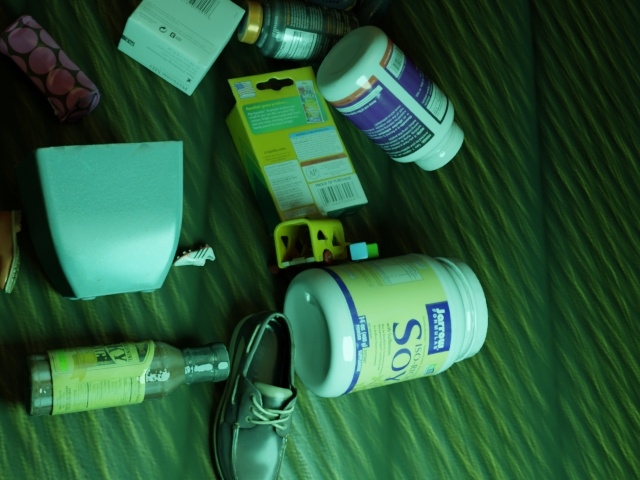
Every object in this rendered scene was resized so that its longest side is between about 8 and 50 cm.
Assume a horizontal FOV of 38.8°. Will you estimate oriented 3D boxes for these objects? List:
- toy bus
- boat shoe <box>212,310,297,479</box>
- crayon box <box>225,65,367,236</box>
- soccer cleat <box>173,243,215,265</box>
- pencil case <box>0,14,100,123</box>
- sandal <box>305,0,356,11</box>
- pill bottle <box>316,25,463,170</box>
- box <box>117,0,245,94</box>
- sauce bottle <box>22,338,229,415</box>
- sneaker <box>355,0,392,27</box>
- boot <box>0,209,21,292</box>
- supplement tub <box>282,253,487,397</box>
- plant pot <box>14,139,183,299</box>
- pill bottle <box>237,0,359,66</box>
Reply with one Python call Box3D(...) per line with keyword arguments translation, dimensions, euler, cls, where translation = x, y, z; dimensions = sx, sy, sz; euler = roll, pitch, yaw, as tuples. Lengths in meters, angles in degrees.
Box3D(translation=(-0.002, -0.001, 1.757), dimensions=(0.191, 0.202, 0.104), euler=(-8, 87, -15), cls="toy bus")
Box3D(translation=(-0.112, 0.288, 1.623), dimensions=(0.132, 0.130, 0.355), euler=(8, 66, -21), cls="boat shoe")
Box3D(translation=(-0.059, -0.187, 1.870), dimensions=(0.203, 0.083, 0.322), euler=(-15, 77, -28), cls="crayon box")
Box3D(translation=(-0.239, 0.035, 1.731), dimensions=(0.083, 0.029, 0.035), euler=(-23, 76, -34), cls="soccer cleat")
Box3D(translation=(-0.518, -0.322, 1.722), dimensions=(0.098, 0.095, 0.209), euler=(-42, 87, -16), cls="pencil case")
Box3D(translation=(-0.021, -0.644, 2.029), dimensions=(0.126, 0.138, 0.317), euler=(-30, 78, 1), cls="sandal")
Box3D(translation=(0.156, -0.289, 1.923), dimensions=(0.323, 0.182, 0.181), euler=(39, 57, -30), cls="pill bottle")
Box3D(translation=(-0.282, -0.430, 1.849), dimensions=(0.181, 0.119, 0.181), euler=(32, 61, -9), cls="box")
Box3D(translation=(-0.330, 0.228, 1.567), dimensions=(0.345, 0.111, 0.111), euler=(-4, 71, -27), cls="sauce bottle")
Box3D(translation=(0.113, -0.601, 2.119), dimensions=(0.131, 0.112, 0.319), euler=(21, 58, 4), cls="sneaker")
Box3D(translation=(-0.564, 0.019, 1.581), dimensions=(0.085, 0.059, 0.157), euler=(2, 60, -20), cls="boot")
Box3D(translation=(0.121, 0.152, 1.719), dimensions=(0.332, 0.241, 0.240), euler=(-8, 73, -26), cls="supplement tub")
Box3D(translation=(-0.376, -0.028, 1.582), dimensions=(0.247, 0.248, 0.252), euler=(-7, 90, -26), cls="plant pot")
Box3D(translation=(-0.052, -0.449, 1.953), dimensions=(0.246, 0.130, 0.130), euler=(7, 67, -22), cls="pill bottle")
